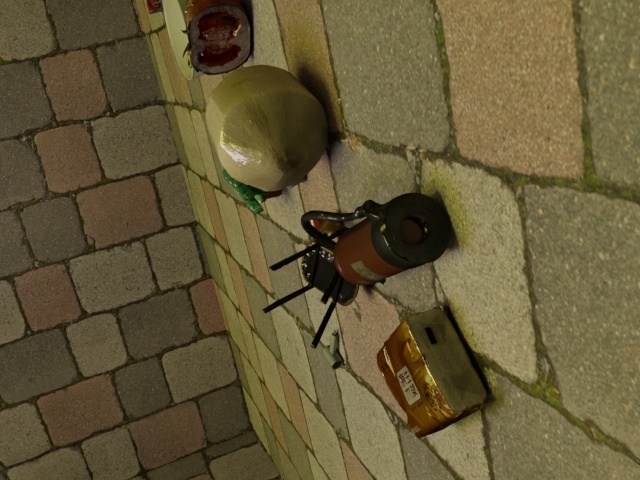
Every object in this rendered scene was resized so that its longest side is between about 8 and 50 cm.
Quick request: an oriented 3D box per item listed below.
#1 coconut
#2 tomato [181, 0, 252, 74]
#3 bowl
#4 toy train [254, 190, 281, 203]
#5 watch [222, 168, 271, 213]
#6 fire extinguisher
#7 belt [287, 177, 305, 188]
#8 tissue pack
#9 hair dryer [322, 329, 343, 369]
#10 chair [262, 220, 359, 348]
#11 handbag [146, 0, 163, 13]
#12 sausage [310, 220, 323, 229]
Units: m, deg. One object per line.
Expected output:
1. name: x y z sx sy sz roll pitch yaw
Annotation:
1. coconut: -0.109 -0.228 1.416 0.237 0.238 0.266 89 157 -43
2. tomato: -0.272 -0.542 1.720 0.214 0.181 0.155 103 152 -53
3. bowl: -0.339 -0.601 1.916 0.277 0.145 0.277 161 90 -74
4. toy train: -0.173 -0.195 1.944 0.118 0.074 0.175 -11 92 63
5. watch: -0.168 -0.176 1.824 0.165 0.152 0.131 49 178 -34
6. fire extinguisher: 0.081 -0.011 1.208 0.200 0.113 0.376 52 162 1
7. belt: -0.089 -0.190 1.668 0.140 0.058 0.105 61 172 22
8. tissue pack: 0.189 0.237 1.200 0.226 0.092 0.183 113 137 -62
9. hair dryer: 0.038 0.283 1.827 0.063 0.038 0.124 54 149 41
10. chair: 0.005 0.066 1.451 0.172 0.247 0.158 34 141 19
11. handbag: -0.454 -0.809 2.043 0.151 0.171 0.298 58 163 29
12. sausage: 0.000 0.000 1.648 0.034 0.034 0.129 -156 50 -68
